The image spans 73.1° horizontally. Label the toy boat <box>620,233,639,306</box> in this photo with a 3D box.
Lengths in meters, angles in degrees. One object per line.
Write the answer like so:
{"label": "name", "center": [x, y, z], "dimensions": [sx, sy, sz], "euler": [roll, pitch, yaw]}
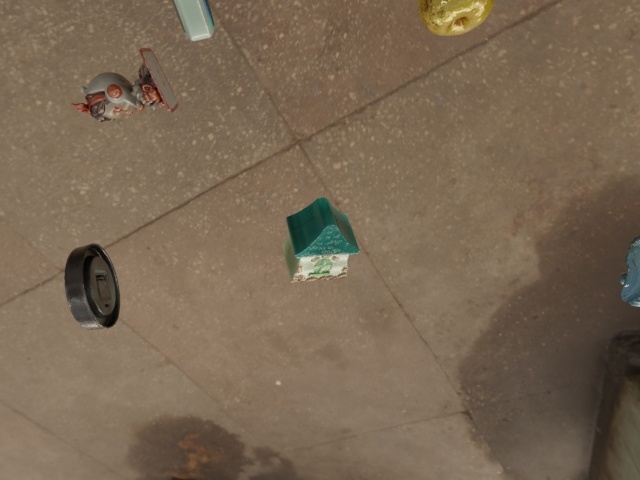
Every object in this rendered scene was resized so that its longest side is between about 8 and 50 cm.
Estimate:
{"label": "toy boat", "center": [0.547, 0.016, 0.648], "dimensions": [0.098, 0.109, 0.238], "euler": [-4, 133, -28]}

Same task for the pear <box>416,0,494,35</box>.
{"label": "pear", "center": [0.288, -0.540, 0.931], "dimensions": [0.178, 0.178, 0.178], "euler": [2, 127, 3]}

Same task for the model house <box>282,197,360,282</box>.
{"label": "model house", "center": [0.000, 0.000, 0.836], "dimensions": [0.127, 0.100, 0.149], "euler": [-4, 140, -18]}

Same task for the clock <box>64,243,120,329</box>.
{"label": "clock", "center": [-0.478, 0.099, 0.910], "dimensions": [0.040, 0.184, 0.184], "euler": [-11, 126, -6]}

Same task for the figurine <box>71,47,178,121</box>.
{"label": "figurine", "center": [-0.513, -0.375, 1.110], "dimensions": [0.226, 0.183, 0.160], "euler": [-22, 116, -2]}

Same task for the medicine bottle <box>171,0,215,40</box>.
{"label": "medicine bottle", "center": [-0.301, -0.576, 0.949], "dimensions": [0.083, 0.121, 0.229], "euler": [-13, 146, -3]}
